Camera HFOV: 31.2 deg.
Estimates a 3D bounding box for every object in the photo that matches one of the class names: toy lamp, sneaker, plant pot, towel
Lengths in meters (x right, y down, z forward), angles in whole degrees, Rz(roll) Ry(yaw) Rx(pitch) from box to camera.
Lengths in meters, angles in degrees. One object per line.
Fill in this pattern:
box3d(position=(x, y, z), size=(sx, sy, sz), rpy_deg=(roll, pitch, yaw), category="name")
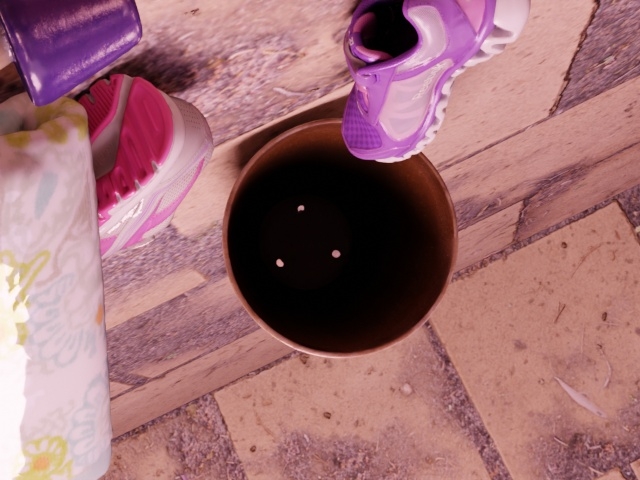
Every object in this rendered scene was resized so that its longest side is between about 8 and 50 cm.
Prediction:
box3d(position=(-0.224, -0.076, 0.570), size=(0.274, 0.080, 0.080), rpy_deg=(-24, 168, -11), category="toy lamp")
box3d(position=(-0.171, -0.023, 0.848), size=(0.252, 0.103, 0.111), rpy_deg=(-31, 165, 27), category="sneaker")
box3d(position=(0.000, 0.000, 1.134), size=(0.215, 0.215, 0.230), rpy_deg=(-24, -177, -10), category="plant pot")
box3d(position=(0.057, -0.139, 0.877), size=(0.104, 0.095, 0.236), rpy_deg=(-11, 158, -29), category="sneaker")
box3d(position=(-0.312, 0.090, 0.706), size=(0.374, 0.090, 0.321), rpy_deg=(-17, 137, -25), category="towel")
